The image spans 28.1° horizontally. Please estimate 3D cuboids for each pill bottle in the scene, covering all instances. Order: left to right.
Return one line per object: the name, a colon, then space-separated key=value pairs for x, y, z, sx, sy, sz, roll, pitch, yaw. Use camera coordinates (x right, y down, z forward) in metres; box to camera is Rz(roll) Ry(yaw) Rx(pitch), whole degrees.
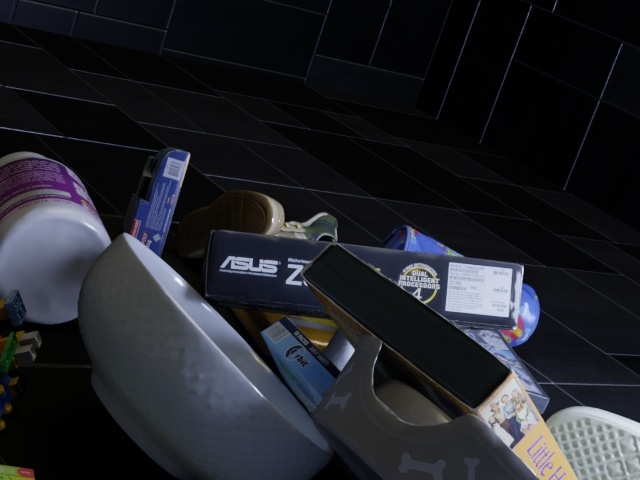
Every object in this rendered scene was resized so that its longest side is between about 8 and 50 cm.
pill bottle: x=-0.391 y=-0.018 z=1.765 sx=0.169 sy=0.169 sz=0.301 roll=12 pitch=18 yaw=-25

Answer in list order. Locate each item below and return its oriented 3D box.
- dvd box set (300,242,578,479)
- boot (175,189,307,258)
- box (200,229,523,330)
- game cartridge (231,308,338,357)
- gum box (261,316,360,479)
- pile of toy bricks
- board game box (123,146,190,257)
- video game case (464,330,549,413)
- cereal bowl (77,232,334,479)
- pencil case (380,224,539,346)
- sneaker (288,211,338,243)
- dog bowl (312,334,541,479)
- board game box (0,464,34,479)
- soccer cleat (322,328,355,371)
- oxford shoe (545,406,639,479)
dvd box set: x=0.166 y=0.205 z=1.436 sx=0.307 sy=0.062 sz=0.420 roll=35 pitch=-15 yaw=47
boot: x=-0.089 y=-0.009 z=2.085 sx=0.203 sy=0.095 sz=0.262 roll=11 pitch=-19 yaw=-36
box: x=0.039 y=0.061 z=1.706 sx=0.394 sy=0.097 sz=0.318 roll=6 pitch=-7 yaw=-5
game cartridge: x=0.016 y=0.121 z=1.994 sx=0.323 sy=0.053 sz=0.285 roll=10 pitch=18 yaw=-27
gum box: x=0.008 y=0.200 z=1.515 sx=0.041 sy=0.184 sz=0.157 roll=-32 pitch=36 yaw=-13
pile of toy bricks: x=-0.392 y=0.134 z=1.412 sx=0.105 sy=0.118 sz=0.212 roll=-12 pitch=25 yaw=6
board game box: x=-0.276 y=-0.062 z=2.088 sx=0.060 sy=0.194 sz=0.194 roll=16 pitch=2 yaw=-14
video game case: x=0.182 y=0.161 z=1.929 sx=0.274 sy=0.035 sz=0.248 roll=17 pitch=15 yaw=-16
cereal bowl: x=-0.148 y=0.158 z=1.403 sx=0.339 sy=0.141 sz=0.339 roll=47 pitch=0 yaw=0
pencil case: x=0.229 y=0.078 z=2.168 sx=0.306 sy=0.119 sz=0.133 roll=25 pitch=41 yaw=-23
sneaker: x=0.000 y=0.000 z=2.372 sx=0.086 sy=0.064 sz=0.192 roll=33 pitch=20 yaw=19
dog bowl: x=0.131 y=0.255 z=1.300 sx=0.349 sy=0.102 sz=0.349 roll=44 pitch=-9 yaw=9
board game box: x=-0.302 y=0.265 z=1.152 sx=0.092 sy=0.043 sz=0.181 roll=13 pitch=17 yaw=-22
soccer cleat: x=0.147 y=0.197 z=1.722 sx=0.331 sy=0.143 sz=0.116 roll=12 pitch=17 yaw=-24
oxford shoe: x=0.467 y=0.346 z=1.566 sx=0.449 sy=0.169 sz=0.130 roll=29 pitch=20 yaw=8
